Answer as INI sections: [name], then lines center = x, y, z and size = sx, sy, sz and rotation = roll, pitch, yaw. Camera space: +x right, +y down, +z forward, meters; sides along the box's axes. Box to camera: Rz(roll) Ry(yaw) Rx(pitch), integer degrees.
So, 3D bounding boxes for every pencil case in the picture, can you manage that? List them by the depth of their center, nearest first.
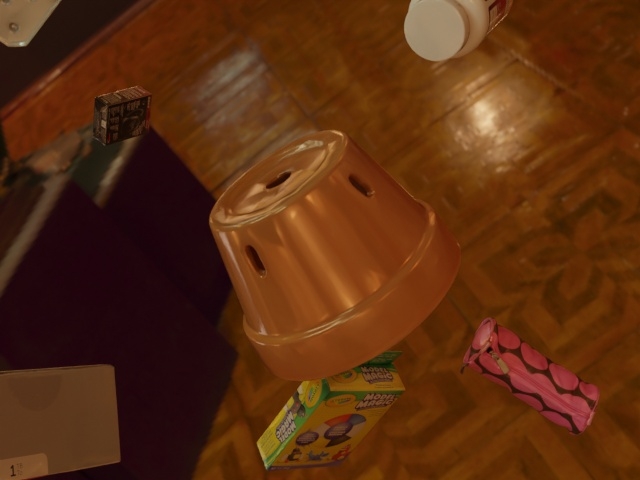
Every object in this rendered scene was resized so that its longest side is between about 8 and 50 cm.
[pencil case]
center = 0.310, 0.202, 1.537
size = 0.095, 0.209, 0.098
rotation = -59, 4, -6

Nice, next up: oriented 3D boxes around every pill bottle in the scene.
[pill bottle]
center = 0.143, -0.242, 1.105
size = 0.086, 0.086, 0.152
rotation = -17, 17, 33

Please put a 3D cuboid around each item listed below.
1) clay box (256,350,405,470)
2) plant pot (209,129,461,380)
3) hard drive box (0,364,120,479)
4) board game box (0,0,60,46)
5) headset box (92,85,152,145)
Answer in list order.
[clay box]
center = 0.019, 0.232, 1.437
size = 0.222, 0.127, 0.053
rotation = -55, 45, 37
[plant pot]
center = 0.000, 0.000, 1.301
size = 0.291, 0.203, 0.291
rotation = -28, 22, 13
[hard drive box]
center = -0.321, 0.162, 0.908
size = 0.232, 0.181, 0.089
rotation = -10, 82, 31
[board game box]
center = -0.318, -0.414, 0.890
size = 0.390, 0.390, 0.050
rotation = -42, 23, 30
[headset box]
center = -0.267, -0.172, 1.439
size = 0.032, 0.062, 0.083
rotation = 34, 40, 30
